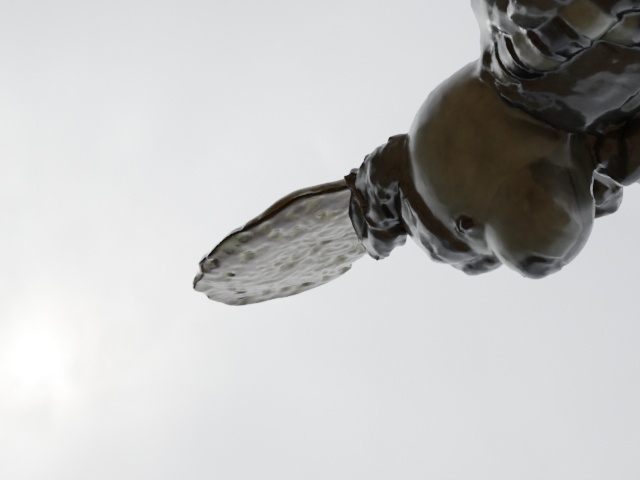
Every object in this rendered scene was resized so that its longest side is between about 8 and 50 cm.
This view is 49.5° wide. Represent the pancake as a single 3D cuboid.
[{"bbox_3d":[0.000,0.000,0.582,0.235,0.212,0.029,-29,-109,21],"label":"pancake"}]

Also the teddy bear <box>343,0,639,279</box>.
[{"bbox_3d":[0.131,-0.059,0.383,0.144,0.171,0.251,-110,-150,-44],"label":"teddy bear"}]
